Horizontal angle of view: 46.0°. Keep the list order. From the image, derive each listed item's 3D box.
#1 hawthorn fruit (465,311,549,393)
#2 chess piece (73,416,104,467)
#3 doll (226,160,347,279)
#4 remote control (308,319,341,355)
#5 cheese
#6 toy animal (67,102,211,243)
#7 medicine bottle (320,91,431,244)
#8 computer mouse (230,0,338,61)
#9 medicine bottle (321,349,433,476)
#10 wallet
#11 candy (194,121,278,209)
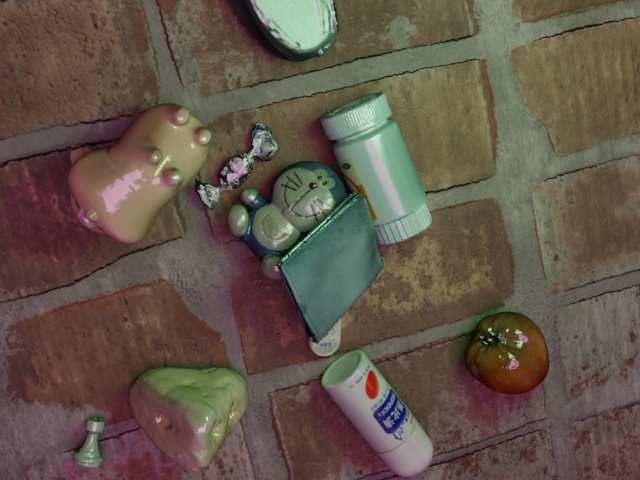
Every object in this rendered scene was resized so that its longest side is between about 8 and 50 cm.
[{"bbox_3d":[0.478,0.293,1.849,0.251,0.199,0.199,38,91,-30],"label":"hawthorn fruit"},{"bbox_3d":[-0.524,0.459,1.722,0.067,0.067,0.103,11,89,-14],"label":"chess piece"},{"bbox_3d":[-0.059,-0.057,1.667,0.258,0.154,0.228,-43,76,7],"label":"doll"},{"bbox_3d":[0.012,0.166,1.788,0.078,0.042,0.221,-1,101,-20],"label":"remote control"},{"bbox_3d":[-0.302,0.377,1.715,0.248,0.251,0.174,15,114,21],"label":"cheese"},{"bbox_3d":[-0.377,-0.145,1.563,0.237,0.269,0.326,49,56,-17],"label":"toy animal"},{"bbox_3d":[0.131,-0.157,1.693,0.158,0.158,0.318,-26,104,-6],"label":"medicine bottle"},{"bbox_3d":[-0.099,-0.557,1.592,0.203,0.114,0.374,-33,113,-7],"label":"computer mouse"},{"bbox_3d":[0.149,0.431,1.823,0.130,0.130,0.341,-37,106,-3],"label":"medicine bottle"},{"bbox_3d":[0.031,0.066,1.658,0.251,0.054,0.290,-46,145,-21],"label":"wallet"},{"bbox_3d":[-0.188,-0.165,1.682,0.094,0.051,0.226,43,88,-6],"label":"candy"}]
